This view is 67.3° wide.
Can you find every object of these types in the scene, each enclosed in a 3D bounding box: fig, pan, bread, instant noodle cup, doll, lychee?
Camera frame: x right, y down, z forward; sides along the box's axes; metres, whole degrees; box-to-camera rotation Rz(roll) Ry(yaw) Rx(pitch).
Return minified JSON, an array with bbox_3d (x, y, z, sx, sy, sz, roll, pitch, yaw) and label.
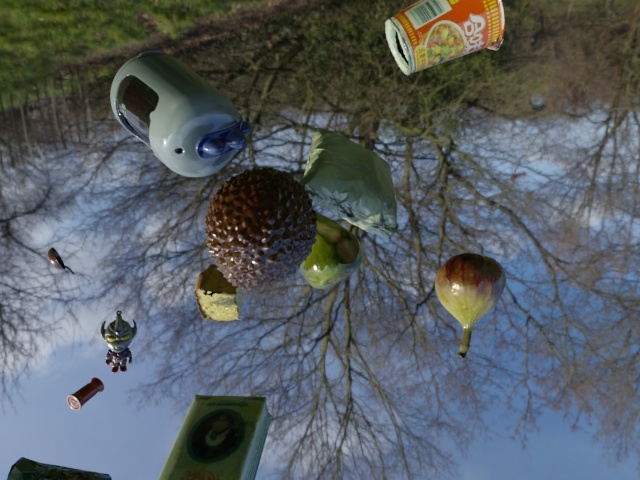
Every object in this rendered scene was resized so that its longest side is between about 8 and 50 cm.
[{"bbox_3d":[0.317,0.133,1.086,0.143,0.230,0.160,29,-171,22],"label":"fig"},{"bbox_3d":[-0.720,0.067,1.329,0.023,0.115,0.068,-30,-124,-15],"label":"pan"},{"bbox_3d":[-0.293,0.145,1.422,0.129,0.134,0.260,6,154,-3],"label":"bread"},{"bbox_3d":[-0.515,0.546,0.927,0.178,0.240,0.240,11,-166,-16],"label":"instant noodle cup"},{"bbox_3d":[-0.643,0.321,1.531,0.104,0.194,0.062,-2,176,2],"label":"doll"},{"bbox_3d":[0.000,0.000,1.457,0.206,0.275,0.206,-32,172,-5],"label":"fig"},{"bbox_3d":[-0.132,-0.020,1.061,0.268,0.267,0.267,1,-162,0],"label":"lychee"},{"bbox_3d":[0.268,-0.472,1.073,0.212,0.193,0.193,-26,-161,1],"label":"instant noodle cup"}]

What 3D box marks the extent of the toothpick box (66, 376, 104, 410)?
[{"bbox_3d":[-0.596,0.389,1.224,0.047,0.047,0.083,7,-159,20],"label":"toothpick box"}]

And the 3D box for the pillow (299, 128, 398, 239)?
[{"bbox_3d":[0.078,-0.168,1.303,0.283,0.138,0.310,24,-139,-17],"label":"pillow"}]

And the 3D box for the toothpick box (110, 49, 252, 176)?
[{"bbox_3d":[-0.342,-0.313,1.234,0.263,0.263,0.355,-16,-135,-42],"label":"toothpick box"}]

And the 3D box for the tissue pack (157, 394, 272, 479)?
[{"bbox_3d":[-0.341,0.705,1.581,0.288,0.162,0.388,-4,-145,15],"label":"tissue pack"}]
